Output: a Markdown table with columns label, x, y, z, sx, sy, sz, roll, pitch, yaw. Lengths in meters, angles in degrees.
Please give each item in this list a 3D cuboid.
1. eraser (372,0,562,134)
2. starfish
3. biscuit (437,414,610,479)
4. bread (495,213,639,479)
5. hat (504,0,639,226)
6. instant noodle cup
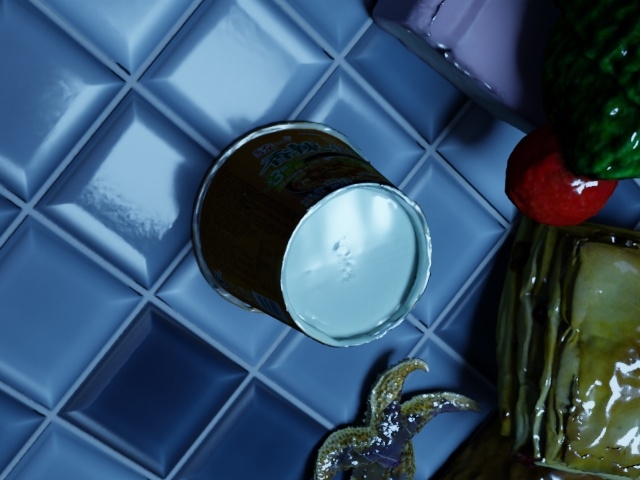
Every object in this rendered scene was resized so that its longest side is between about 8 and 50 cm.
| label | x | y | z | sx | sy | sz | roll | pitch | yaw |
| --- | --- | --- | --- | --- | --- | --- | --- | --- | --- |
| eraser | 0.257 | -0.322 | 1.225 | 0.272 | 0.122 | 0.359 | 31 | 93 | -33 |
| starfish | 0.091 | 0.246 | 1.366 | 0.216 | 0.071 | 0.238 | -10 | 121 | -29 |
| biscuit | 0.280 | 0.421 | 1.457 | 0.395 | 0.166 | 0.342 | -44 | 118 | -5 |
| bread | 0.360 | 0.122 | 1.312 | 0.277 | 0.167 | 0.324 | 10 | 73 | -10 |
| hat | 0.300 | -0.154 | 1.123 | 0.242 | 0.274 | 0.332 | 32 | 120 | -22 |
| instant noodle cup | 0.000 | 0.000 | 1.167 | 0.230 | 0.182 | 0.230 | -8 | 109 | -23 |
